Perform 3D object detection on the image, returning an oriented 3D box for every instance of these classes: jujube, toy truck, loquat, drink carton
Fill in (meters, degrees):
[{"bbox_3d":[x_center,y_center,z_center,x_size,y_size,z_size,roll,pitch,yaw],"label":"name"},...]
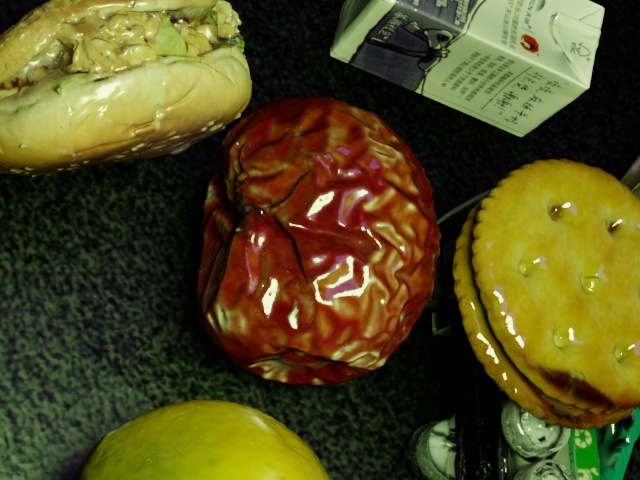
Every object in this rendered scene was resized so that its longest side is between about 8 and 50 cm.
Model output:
[{"bbox_3d":[0.000,0.000,1.197,0.213,0.213,0.232,10,67,-19],"label":"jujube"},{"bbox_3d":[0.184,0.142,1.253,0.178,0.176,0.363,6,69,-30],"label":"toy truck"},{"bbox_3d":[-0.072,0.227,1.092,0.246,0.213,0.213,3,70,-18],"label":"loquat"},{"bbox_3d":[0.141,-0.198,1.371,0.222,0.134,0.102,22,64,-14],"label":"drink carton"}]

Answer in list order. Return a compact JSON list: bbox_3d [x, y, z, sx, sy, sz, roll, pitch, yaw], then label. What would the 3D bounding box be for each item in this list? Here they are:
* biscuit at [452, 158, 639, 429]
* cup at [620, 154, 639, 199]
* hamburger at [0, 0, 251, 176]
[{"bbox_3d":[0.205,0.042,1.161,0.220,0.066,0.220,12,65,-27],"label":"biscuit"},{"bbox_3d":[0.374,-0.008,1.381,0.177,0.166,0.239,39,60,-1],"label":"cup"},{"bbox_3d":[-0.176,-0.129,1.163,0.286,0.243,0.146,-34,108,-68],"label":"hamburger"}]
